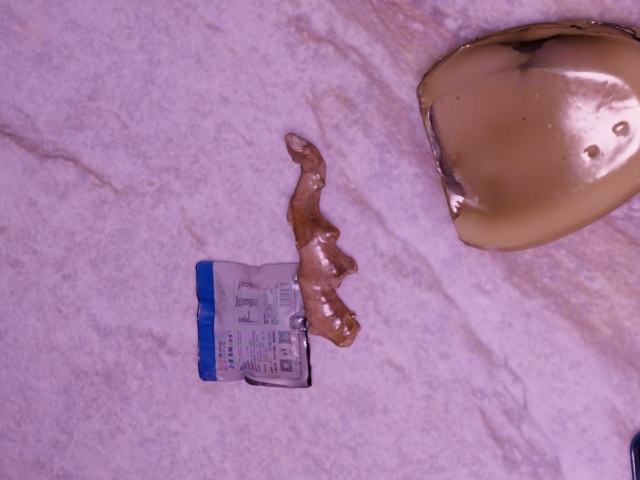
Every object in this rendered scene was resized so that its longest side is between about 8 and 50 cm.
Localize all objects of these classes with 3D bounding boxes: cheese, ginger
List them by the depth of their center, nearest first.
[{"bbox_3d":[0.278,-0.139,1.452,0.316,0.128,0.259,-21,93,30],"label":"cheese"},{"bbox_3d":[0.000,0.000,1.609,0.089,0.075,0.288,-6,95,27],"label":"ginger"}]

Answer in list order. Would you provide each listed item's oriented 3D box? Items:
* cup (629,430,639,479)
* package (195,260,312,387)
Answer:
[{"bbox_3d":[0.429,0.292,1.422,0.176,0.131,0.155,24,109,51],"label":"cup"},{"bbox_3d":[-0.092,0.113,1.682,0.173,0.027,0.171,2,98,24],"label":"package"}]
